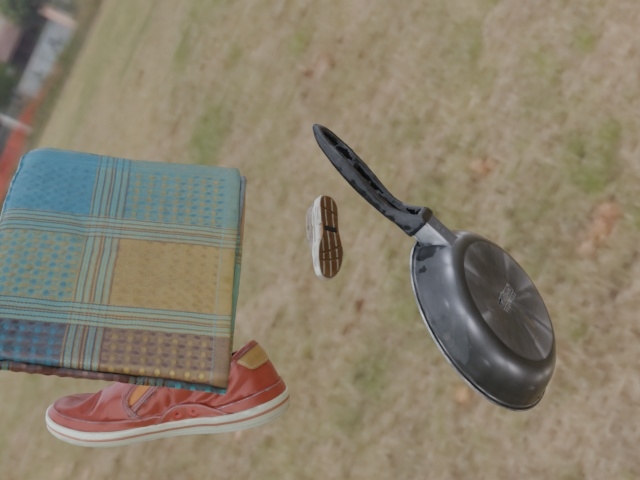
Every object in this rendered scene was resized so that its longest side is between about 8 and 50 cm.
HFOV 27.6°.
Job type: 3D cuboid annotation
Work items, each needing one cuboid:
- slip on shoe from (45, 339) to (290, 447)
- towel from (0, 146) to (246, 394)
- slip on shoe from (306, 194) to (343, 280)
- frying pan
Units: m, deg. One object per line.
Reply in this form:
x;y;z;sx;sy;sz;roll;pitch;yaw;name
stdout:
-0.194;0.182;1.581;0.331;0.101;0.123;-11;11;27;slip on shoe
-0.221;0.023;1.415;0.370;0.271;0.040;-91;10;-53;towel
0.000;0.000;1.886;0.041;0.051;0.135;-29;55;41;slip on shoe
0.132;0.013;1.259;0.053;0.326;0.197;-35;-14;32;frying pan
